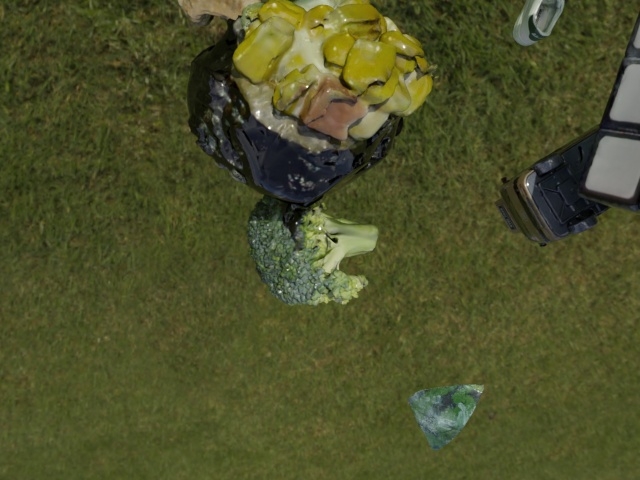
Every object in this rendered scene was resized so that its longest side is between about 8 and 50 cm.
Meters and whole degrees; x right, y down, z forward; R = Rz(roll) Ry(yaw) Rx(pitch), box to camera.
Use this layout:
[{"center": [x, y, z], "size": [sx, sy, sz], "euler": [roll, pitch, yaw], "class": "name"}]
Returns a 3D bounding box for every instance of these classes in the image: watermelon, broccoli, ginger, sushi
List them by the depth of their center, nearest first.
[{"center": [-0.013, -0.251, 0.897], "size": [0.328, 0.328, 0.285], "euler": [-32, 163, -38], "class": "sushi"}, {"center": [0.209, 0.274, 0.997], "size": [0.101, 0.080, 0.155], "euler": [42, 146, 4], "class": "watermelon"}, {"center": [-0.153, -0.511, 1.091], "size": [0.221, 0.275, 0.130], "euler": [-7, -178, -1], "class": "ginger"}, {"center": [0.000, 0.000, 1.104], "size": [0.244, 0.263, 0.246], "euler": [-7, 108, -33], "class": "broccoli"}]

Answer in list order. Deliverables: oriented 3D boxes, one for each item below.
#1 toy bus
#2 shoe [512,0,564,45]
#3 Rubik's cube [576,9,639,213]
[{"center": [0.450, -0.111, 1.040], "size": [0.290, 0.139, 0.157], "euler": [-32, -179, -16], "class": "toy bus"}, {"center": [0.569, -0.613, 1.473], "size": [0.095, 0.110, 0.264], "euler": [14, 102, -14], "class": "shoe"}, {"center": [0.581, -0.141, 0.763], "size": [0.305, 0.304, 0.300], "euler": [11, 101, -34], "class": "Rubik's cube"}]
